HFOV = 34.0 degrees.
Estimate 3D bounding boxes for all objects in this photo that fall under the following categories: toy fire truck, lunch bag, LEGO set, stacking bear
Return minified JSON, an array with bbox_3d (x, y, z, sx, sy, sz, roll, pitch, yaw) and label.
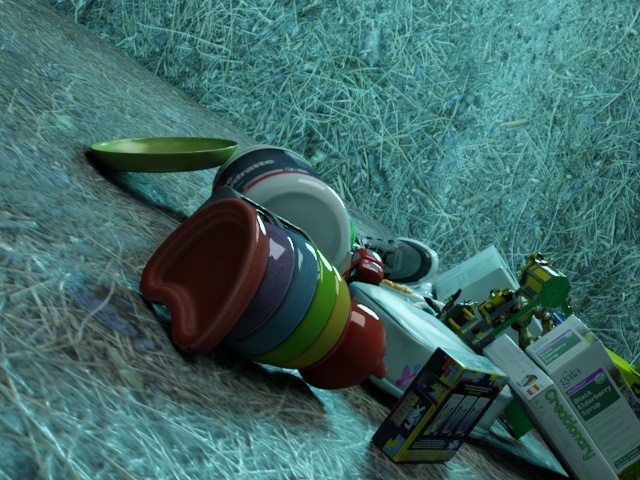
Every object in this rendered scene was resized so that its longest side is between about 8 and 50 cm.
[{"bbox_3d":[0.032,0.063,1.684,0.047,0.192,0.135,31,37,-19],"label":"toy fire truck"},{"bbox_3d":[0.145,0.181,1.554,0.279,0.108,0.224,29,11,-38],"label":"lunch bag"},{"bbox_3d":[0.332,0.164,1.826,0.331,0.255,0.192,49,-2,-34],"label":"LEGO set"},{"bbox_3d":[-0.036,0.085,1.219,0.289,0.164,0.175,35,6,-39],"label":"stacking bear"}]

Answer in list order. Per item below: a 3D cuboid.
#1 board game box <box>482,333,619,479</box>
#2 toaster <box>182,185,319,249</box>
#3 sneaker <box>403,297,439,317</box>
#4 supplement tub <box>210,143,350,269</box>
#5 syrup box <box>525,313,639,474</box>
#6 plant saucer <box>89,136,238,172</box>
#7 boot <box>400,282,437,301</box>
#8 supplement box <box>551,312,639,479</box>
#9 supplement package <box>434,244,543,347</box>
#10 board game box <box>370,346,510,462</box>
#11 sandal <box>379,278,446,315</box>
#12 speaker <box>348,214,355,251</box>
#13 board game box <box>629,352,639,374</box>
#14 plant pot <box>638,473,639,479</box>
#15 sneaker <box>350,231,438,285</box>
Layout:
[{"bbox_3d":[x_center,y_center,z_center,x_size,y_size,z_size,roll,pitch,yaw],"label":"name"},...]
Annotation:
[{"bbox_3d":[0.380,0.304,1.648,0.305,0.053,0.193,53,1,-21],"label":"board game box"},{"bbox_3d":[-0.082,0.030,1.422,0.168,0.110,0.186,29,18,-43],"label":"toaster"},{"bbox_3d":[0.191,0.169,1.885,0.087,0.092,0.228,38,7,33],"label":"sneaker"},{"bbox_3d":[-0.073,-0.042,1.672,0.191,0.191,0.272,32,8,-22],"label":"supplement tub"},{"bbox_3d":[0.423,0.238,1.621,0.237,0.093,0.096,53,2,-26],"label":"syrup box"},{"bbox_3d":[-0.254,-0.140,1.709,0.240,0.037,0.241,0,11,0],"label":"plant saucer"},{"bbox_3d":[0.215,0.159,2.135,0.123,0.095,0.258,46,17,19],"label":"boot"},{"bbox_3d":[0.567,0.336,2.084,0.356,0.194,0.195,34,8,-4],"label":"supplement box"},{"bbox_3d":[0.343,0.144,2.112,0.194,0.149,0.203,57,10,-9],"label":"supplement package"},{"bbox_3d":[0.151,0.205,1.289,0.048,0.141,0.170,41,9,29],"label":"board game box"},{"bbox_3d":[0.152,0.130,1.970,0.265,0.076,0.102,21,-8,8],"label":"sandal"},{"bbox_3d":[0.000,0.000,1.967,0.131,0.131,0.296,35,7,0],"label":"speaker"},{"bbox_3d":[0.705,0.283,1.849,0.318,0.066,0.318,38,-1,16],"label":"board game box"},{"bbox_3d":[0.663,0.445,1.695,0.275,0.275,0.243,39,-1,31],"label":"plant pot"},{"bbox_3d":[0.100,0.033,2.169,0.268,0.101,0.153,11,1,33],"label":"sneaker"}]
